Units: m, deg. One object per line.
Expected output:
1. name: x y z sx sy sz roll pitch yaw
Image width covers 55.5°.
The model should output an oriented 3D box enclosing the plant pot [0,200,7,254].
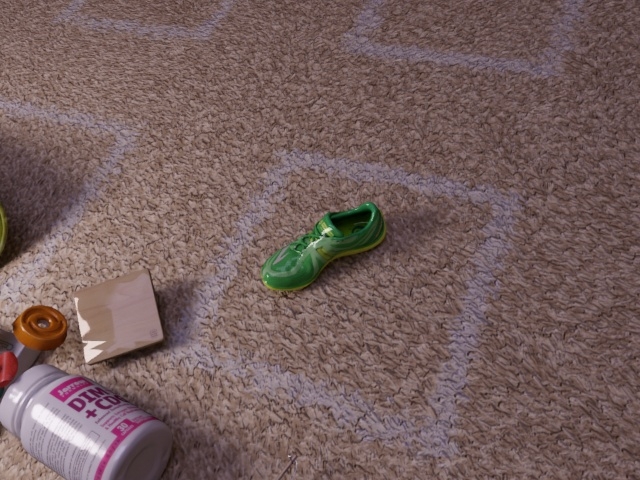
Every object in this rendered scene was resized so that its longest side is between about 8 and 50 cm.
1. plant pot: -0.952 -0.108 1.411 0.367 0.366 0.353 -30 44 -13

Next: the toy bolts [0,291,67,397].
1. toy bolts: -0.622 0.231 1.169 0.218 0.158 0.228 18 35 -29

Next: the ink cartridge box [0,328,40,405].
1. ink cartridge box: -0.736 0.338 1.193 0.176 0.069 0.370 14 55 18

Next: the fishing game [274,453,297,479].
1. fishing game: 0.009 0.488 0.973 0.264 0.041 0.189 29 71 21

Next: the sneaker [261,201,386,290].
1. sneaker: 0.000 0.000 1.279 0.296 0.123 0.109 -29 55 -11

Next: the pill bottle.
1. pill bottle: -0.419 0.338 1.078 0.283 0.160 0.160 21 60 23

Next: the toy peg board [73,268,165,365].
1. toy peg board: -0.410 0.165 1.271 0.161 0.079 0.160 -18 69 -3
